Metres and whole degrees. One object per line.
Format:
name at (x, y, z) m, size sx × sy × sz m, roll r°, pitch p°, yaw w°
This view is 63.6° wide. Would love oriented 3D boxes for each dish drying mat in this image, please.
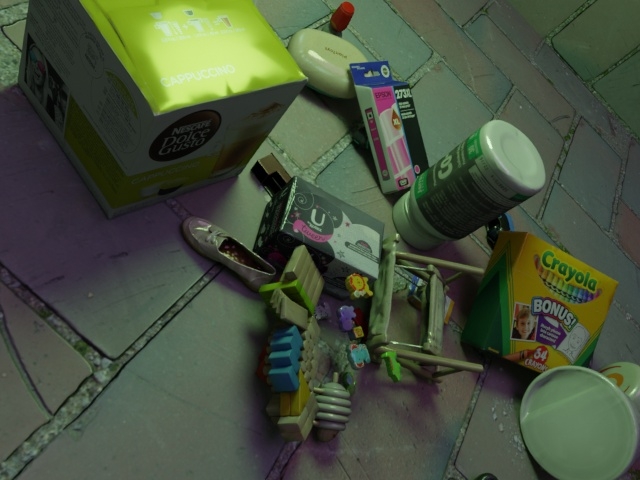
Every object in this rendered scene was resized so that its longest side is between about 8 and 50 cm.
dish drying mat at (0.098, 0.194, 1.181) m, size 0.032 × 0.008 × 0.083 m, roll -19°, pitch 76°, yaw -40°

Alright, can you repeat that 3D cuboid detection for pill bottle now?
pill bottle at (0.362, -0.123, 1.317) m, size 0.204 × 0.361 × 0.204 m, roll 18°, pitch 55°, yaw -27°

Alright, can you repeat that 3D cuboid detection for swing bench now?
swing bench at (0.218, 0.159, 1.167) m, size 0.255 × 0.165 × 0.253 m, roll 20°, pitch 61°, yaw -15°

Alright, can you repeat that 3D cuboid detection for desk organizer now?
desk organizer at (-0.101, -0.137, 1.213) m, size 0.050 × 0.047 × 0.130 m, roll -36°, pitch 87°, yaw -41°

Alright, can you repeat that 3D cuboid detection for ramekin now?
ramekin at (0.638, 0.445, 1.249) m, size 0.127 × 0.273 × 0.272 m, roll 17°, pitch 54°, yaw -40°

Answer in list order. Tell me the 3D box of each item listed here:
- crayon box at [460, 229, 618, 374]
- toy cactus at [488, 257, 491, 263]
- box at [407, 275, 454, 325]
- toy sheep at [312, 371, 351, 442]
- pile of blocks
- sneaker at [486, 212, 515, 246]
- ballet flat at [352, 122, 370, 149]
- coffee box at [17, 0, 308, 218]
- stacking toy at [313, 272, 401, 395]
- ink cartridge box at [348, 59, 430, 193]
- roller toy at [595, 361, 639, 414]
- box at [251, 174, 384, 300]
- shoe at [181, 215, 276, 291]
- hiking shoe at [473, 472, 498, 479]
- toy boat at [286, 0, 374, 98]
crayon box at (0.585, 0.185, 1.365) m, size 0.363 × 0.106 × 0.312 m, roll 24°, pitch 86°, yaw -22°
toy cactus at (0.539, 0.128, 1.489) m, size 0.219 × 0.112 × 0.180 m, roll 11°, pitch 39°, yaw -28°
box at (0.278, 0.149, 1.323) m, size 0.136 × 0.028 × 0.081 m, roll 39°, pitch 48°, yaw -6°
toy sheep at (0.018, 0.321, 0.997) m, size 0.091 × 0.091 × 0.131 m, roll 18°, pitch 73°, yaw -26°
pile of blocks at (-0.079, 0.186, 0.976) m, size 0.149 × 0.113 × 0.361 m, roll 45°, pitch 40°, yaw -50°
sneaker at (0.563, 0.010, 1.578) m, size 0.091 × 0.081 × 0.232 m, roll 6°, pitch 54°, yaw -30°
ballet flat at (0.158, -0.329, 1.499) m, size 0.074 × 0.074 × 0.203 m, roll 49°, pitch 52°, yaw -1°
coffee box at (-0.301, -0.301, 0.973) m, size 0.338 × 0.334 × 0.338 m, roll -29°, pitch 83°, yaw -42°
stacking toy at (0.063, 0.198, 1.046) m, size 0.052 × 0.167 × 0.221 m, roll -7°, pitch 69°, yaw -37°
ink cartridge box at (0.201, -0.327, 1.448) m, size 0.176 × 0.069 × 0.370 m, roll -22°, pitch 97°, yaw -41°
roller toy at (0.847, 0.447, 1.431) m, size 0.146 × 0.209 × 0.191 m, roll 47°, pitch 27°, yaw -4°
box at (0.000, 0.000, 1.137) m, size 0.248 × 0.142 × 0.163 m, roll 26°, pitch 51°, yaw -20°
shoe at (-0.183, 0.018, 1.052) m, size 0.219 × 0.058 × 0.076 m, roll 38°, pitch 48°, yaw -10°
hiking shoe at (0.347, 0.582, 1.052) m, size 0.086 × 0.114 × 0.226 m, roll 42°, pitch 48°, yaw -8°
toy boat at (0.033, -0.543, 1.504) m, size 0.268 × 0.148 × 0.317 m, roll 21°, pitch 61°, yaw -18°
